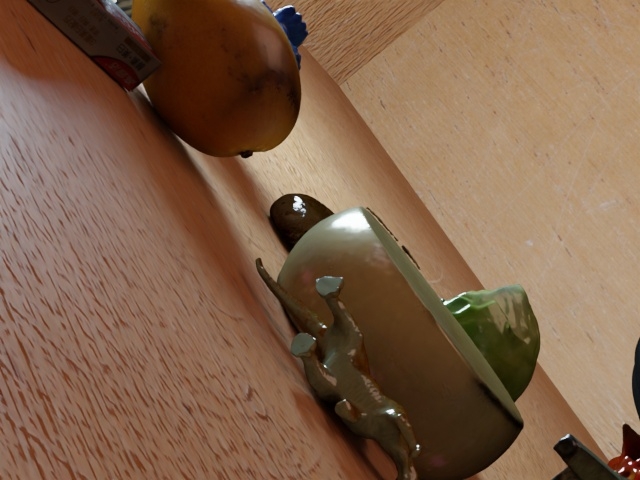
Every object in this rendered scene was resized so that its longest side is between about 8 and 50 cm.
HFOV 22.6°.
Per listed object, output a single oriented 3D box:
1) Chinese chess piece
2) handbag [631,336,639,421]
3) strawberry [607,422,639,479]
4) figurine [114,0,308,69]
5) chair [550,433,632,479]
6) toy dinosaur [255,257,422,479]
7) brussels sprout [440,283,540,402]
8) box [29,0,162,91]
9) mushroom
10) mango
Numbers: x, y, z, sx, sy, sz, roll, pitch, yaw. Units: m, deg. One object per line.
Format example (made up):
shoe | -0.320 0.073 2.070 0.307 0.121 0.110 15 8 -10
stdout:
Chinese chess piece | 0.067 0.089 1.350 0.251 0.097 0.251 52 7 -8
handbag | 0.378 0.153 1.278 0.253 0.093 0.308 13 37 -15
strawberry | 0.337 0.327 1.345 0.292 0.292 0.343 48 22 -29
figurine | -0.104 -0.188 1.638 0.164 0.121 0.262 28 25 14
chair | 0.205 0.258 1.160 0.136 0.147 0.270 53 9 31
toy dinosaur | 0.023 0.099 1.194 0.142 0.057 0.212 61 2 -33
brussels sprout | 0.149 0.119 1.565 0.151 0.149 0.122 2 65 -61
box | -0.207 -0.200 1.290 0.218 0.039 0.055 43 10 -50
mushroom | 0.000 0.000 1.571 0.123 0.052 0.123 47 10 -11
mango | -0.098 -0.165 1.403 0.112 0.145 0.219 -6 48 -38
